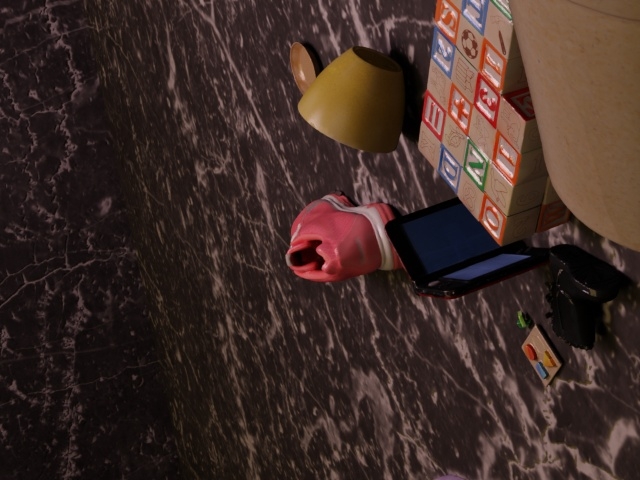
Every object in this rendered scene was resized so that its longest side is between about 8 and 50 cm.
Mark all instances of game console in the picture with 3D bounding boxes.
[{"bbox_3d":[0.163,0.001,1.431,0.124,0.144,0.085,4,112,68],"label":"game console"}]

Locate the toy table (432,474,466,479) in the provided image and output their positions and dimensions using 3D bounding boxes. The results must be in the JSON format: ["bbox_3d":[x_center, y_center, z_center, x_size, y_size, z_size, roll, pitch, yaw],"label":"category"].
[{"bbox_3d":[0.162,0.440,1.797,0.274,0.161,0.252,16,122,67],"label":"toy table"}]

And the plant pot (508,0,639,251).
[{"bbox_3d":[0.257,-0.163,0.869,0.334,0.334,0.305,52,164,41],"label":"plant pot"}]

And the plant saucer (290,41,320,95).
[{"bbox_3d":[-0.019,-0.244,1.874,0.083,0.015,0.083,53,153,42],"label":"plant saucer"}]

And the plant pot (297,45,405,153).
[{"bbox_3d":[0.052,-0.181,1.617,0.134,0.134,0.095,51,124,44],"label":"plant pot"}]

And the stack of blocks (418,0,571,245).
[{"bbox_3d":[0.189,-0.163,1.304,0.171,0.087,0.297,54,154,38],"label":"stack of blocks"}]

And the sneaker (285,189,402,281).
[{"bbox_3d":[0.000,-0.001,1.863,0.314,0.136,0.116,1,107,69],"label":"sneaker"}]

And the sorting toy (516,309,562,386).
[{"bbox_3d":[0.246,0.123,1.514,0.083,0.012,0.062,60,157,27],"label":"sorting toy"}]

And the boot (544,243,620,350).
[{"bbox_3d":[0.271,0.067,1.357,0.121,0.045,0.099,-132,32,-62],"label":"boot"}]
